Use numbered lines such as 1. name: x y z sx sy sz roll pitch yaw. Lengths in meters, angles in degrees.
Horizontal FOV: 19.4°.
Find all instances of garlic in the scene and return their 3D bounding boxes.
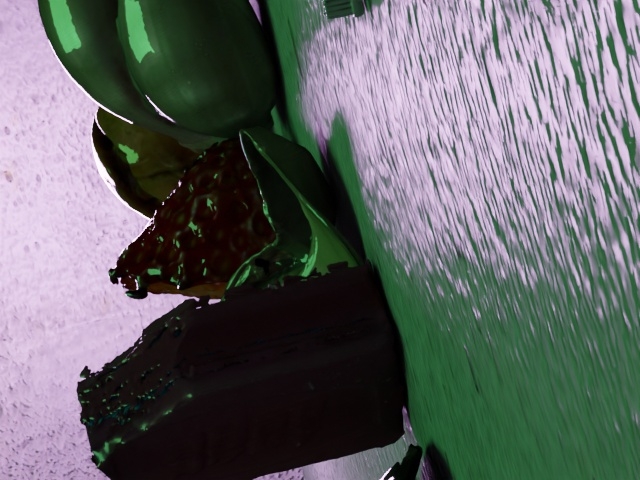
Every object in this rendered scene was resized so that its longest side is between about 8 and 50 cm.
1. garlic: -0.146 -0.268 1.893 0.231 0.246 0.340 -15 79 52

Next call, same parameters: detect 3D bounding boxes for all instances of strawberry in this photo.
1. strawberry: -0.099 -0.016 1.885 0.234 0.234 0.178 119 157 -83

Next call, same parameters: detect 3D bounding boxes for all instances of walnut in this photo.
1. walnut: -0.168 -0.151 2.260 0.336 0.209 0.209 -94 -6 -56

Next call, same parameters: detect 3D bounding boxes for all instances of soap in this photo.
1. soap: -0.064 0.116 1.467 0.162 0.250 0.099 79 176 -56

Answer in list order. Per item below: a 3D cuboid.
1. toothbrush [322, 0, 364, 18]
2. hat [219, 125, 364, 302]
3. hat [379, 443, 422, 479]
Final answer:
1. toothbrush: -0.010 -0.254 1.052 0.021 0.024 0.288 -109 6 -58
2. hat: 0.000 0.000 1.586 0.173 0.144 0.166 24 123 27
3. hat: 0.030 0.335 1.424 0.382 0.257 0.366 42 -154 -62
